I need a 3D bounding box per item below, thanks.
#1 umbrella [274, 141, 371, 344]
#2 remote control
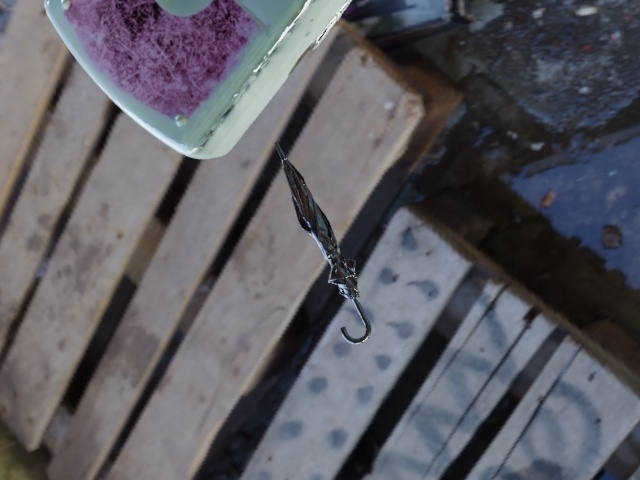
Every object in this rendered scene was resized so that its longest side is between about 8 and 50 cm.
[{"bbox_3d":[0.003,-0.001,0.660,0.022,0.013,0.122,-21,81,0],"label":"umbrella"},{"bbox_3d":[-0.012,-0.208,0.641,0.145,0.050,0.344,46,110,16],"label":"remote control"}]
